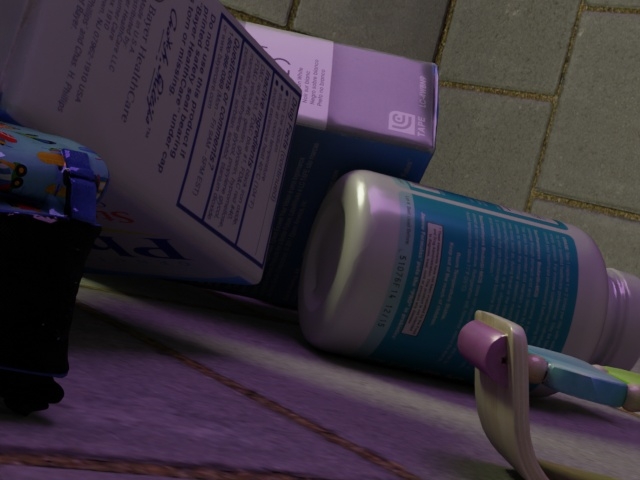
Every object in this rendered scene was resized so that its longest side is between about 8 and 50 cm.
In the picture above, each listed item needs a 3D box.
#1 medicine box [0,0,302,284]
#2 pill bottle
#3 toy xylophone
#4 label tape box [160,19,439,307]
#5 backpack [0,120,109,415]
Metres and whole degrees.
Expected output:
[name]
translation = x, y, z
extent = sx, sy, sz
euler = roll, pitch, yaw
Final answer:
[medicine box]
translation = -0.195, -0.089, 0.813
extent = 0.264, 0.149, 0.289
euler = 3, -19, 26
[pill bottle]
translation = 0.125, 0.042, 1.040
extent = 0.264, 0.146, 0.146
euler = 14, 2, -15
[toy xylophone]
translation = 0.227, 0.115, 0.637
extent = 0.323, 0.081, 0.236
euler = 14, 1, -11
[label tape box]
translation = -0.100, -0.071, 1.122
extent = 0.348, 0.115, 0.249
euler = 13, -39, -7
[backpack]
translation = -0.198, -0.006, 0.543
extent = 0.173, 0.116, 0.158
euler = 12, 4, -37
